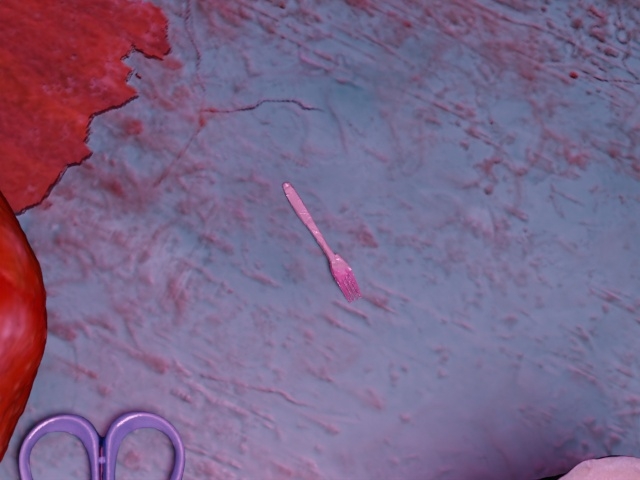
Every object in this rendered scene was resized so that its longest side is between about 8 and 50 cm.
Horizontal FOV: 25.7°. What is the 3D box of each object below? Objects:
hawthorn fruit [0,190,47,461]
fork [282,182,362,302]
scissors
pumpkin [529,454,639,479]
[{"bbox_3d":[-0.312,0.048,0.911,0.284,0.369,0.285,12,60,-22],"label":"hawthorn fruit"},{"bbox_3d":[0.000,0.000,1.149,0.016,0.012,0.115,-26,78,-22],"label":"fork"},{"bbox_3d":[-0.160,0.254,1.036,0.125,0.030,0.256,-1,71,-8],"label":"scissors"},{"bbox_3d":[0.144,0.305,0.987,0.293,0.197,0.263,-32,93,-23],"label":"pumpkin"}]
